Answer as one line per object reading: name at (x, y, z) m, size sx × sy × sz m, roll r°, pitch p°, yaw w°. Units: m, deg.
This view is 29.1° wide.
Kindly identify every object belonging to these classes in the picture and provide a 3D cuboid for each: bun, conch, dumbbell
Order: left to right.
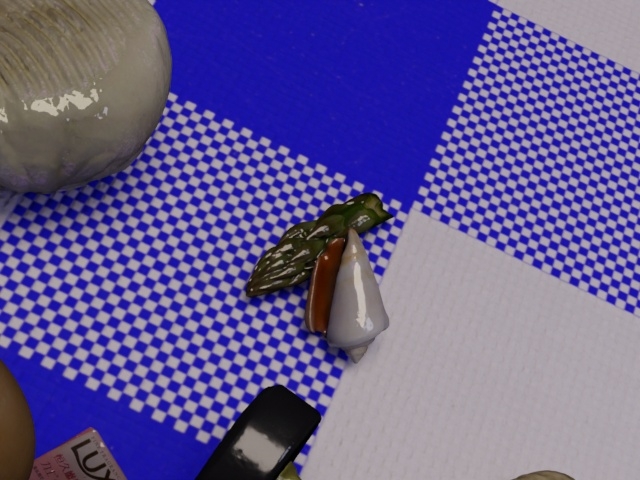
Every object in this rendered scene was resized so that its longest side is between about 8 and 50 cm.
bun at (-0.373, -0.202, 1.667) m, size 0.365 × 0.219 × 0.365 m, roll 2°, pitch 46°, yaw -2°
dumbbell at (0.014, 0.339, 1.445) m, size 0.322 × 0.204 × 0.204 m, roll 36°, pitch 54°, yaw 8°
conch at (0.034, 0.078, 1.673) m, size 0.094 × 0.104 × 0.176 m, roll -22°, pitch 101°, yaw -46°

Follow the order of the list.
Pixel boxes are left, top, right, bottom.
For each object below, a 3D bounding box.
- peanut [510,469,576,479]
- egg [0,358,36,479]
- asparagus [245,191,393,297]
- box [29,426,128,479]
peanut at (0.335, 0.374, 1.586) m, size 0.256 × 0.123 × 0.123 m, roll 25°, pitch 53°, yaw -4°
egg at (-0.491, 0.207, 1.304) m, size 0.374 × 0.301 × 0.301 m, roll 16°, pitch 54°, yaw -12°
asparagus at (0.000, 0.000, 1.743) m, size 0.287 × 0.080 × 0.080 m, roll -34°, pitch 73°, yaw -29°
box at (-0.278, 0.313, 1.456) m, size 0.111 × 0.060 × 0.156 m, roll -26°, pitch 70°, yaw -32°
